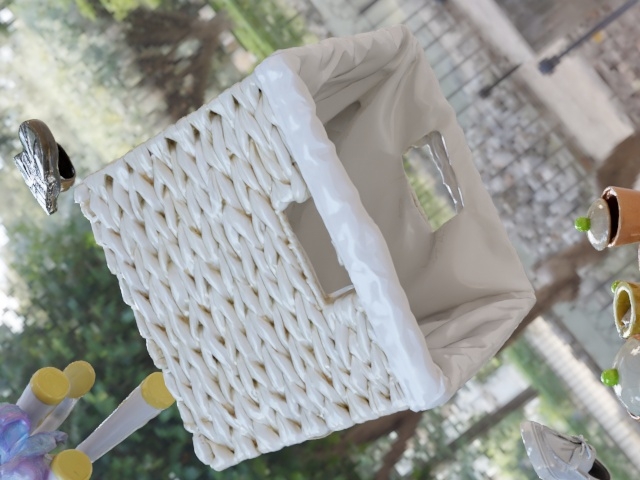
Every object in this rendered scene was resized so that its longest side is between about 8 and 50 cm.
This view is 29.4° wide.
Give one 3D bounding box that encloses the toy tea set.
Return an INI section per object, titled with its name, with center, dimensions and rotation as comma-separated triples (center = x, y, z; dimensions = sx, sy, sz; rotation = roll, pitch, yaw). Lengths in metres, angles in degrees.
[toy tea set]
center = 0.359, 0.063, 1.394
dimensions = 0.336, 0.124, 0.200
rotation = -106, 18, -64

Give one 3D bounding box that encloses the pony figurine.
[pony figurine]
center = -0.347, 0.293, 1.278
dimensions = 0.303, 0.363, 0.351
rotation = 44, -153, 2

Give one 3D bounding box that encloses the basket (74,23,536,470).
[basket]
center = 0.000, 0.000, 1.182
dimensions = 0.328, 0.266, 0.331
rotation = 65, -152, -2

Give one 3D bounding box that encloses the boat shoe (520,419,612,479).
[boat shoe]
center = 0.285, 0.250, 1.395
dimensions = 0.184, 0.063, 0.066
rotation = 48, -155, -41

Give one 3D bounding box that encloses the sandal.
[sandal]
center = -0.335, -0.097, 1.509
dimensions = 0.090, 0.060, 0.219
rotation = 57, 158, 11
